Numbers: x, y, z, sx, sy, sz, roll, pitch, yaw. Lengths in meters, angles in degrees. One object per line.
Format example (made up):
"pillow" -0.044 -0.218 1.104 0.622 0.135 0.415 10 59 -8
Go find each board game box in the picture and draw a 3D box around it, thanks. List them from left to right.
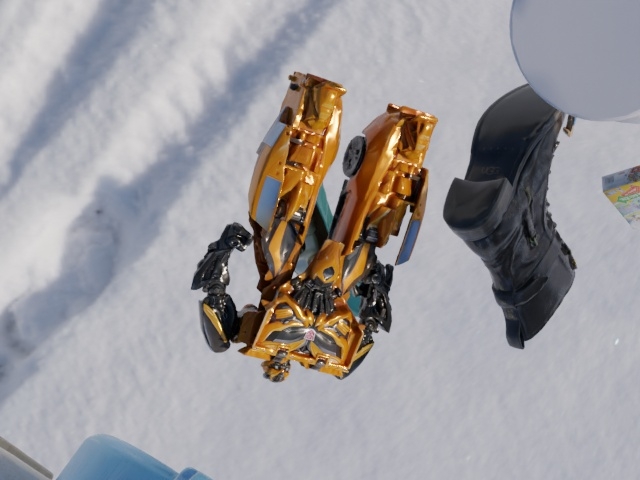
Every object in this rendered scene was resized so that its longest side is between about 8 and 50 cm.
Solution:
"board game box" 0.461 -0.069 1.536 0.154 0.103 0.026 -18 51 32

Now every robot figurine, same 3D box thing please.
"robot figurine" 0.000 0.000 1.111 0.211 0.085 0.291 15 95 -24

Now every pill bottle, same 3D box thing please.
"pill bottle" 0.285 -0.206 0.990 0.188 0.334 0.187 11 113 28

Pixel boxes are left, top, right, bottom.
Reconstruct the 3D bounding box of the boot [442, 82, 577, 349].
"boot" 0.248 -0.032 1.381 0.091 0.229 0.263 14 62 44

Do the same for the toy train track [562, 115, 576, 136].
"toy train track" 0.280 -0.148 1.309 0.048 0.014 0.083 50 153 36

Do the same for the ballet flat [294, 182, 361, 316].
"ballet flat" -0.017 -0.005 1.494 0.083 0.087 0.247 -15 99 38

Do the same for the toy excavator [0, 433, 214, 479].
"toy excavator" -0.223 0.281 1.151 0.445 0.433 0.222 33 71 8
